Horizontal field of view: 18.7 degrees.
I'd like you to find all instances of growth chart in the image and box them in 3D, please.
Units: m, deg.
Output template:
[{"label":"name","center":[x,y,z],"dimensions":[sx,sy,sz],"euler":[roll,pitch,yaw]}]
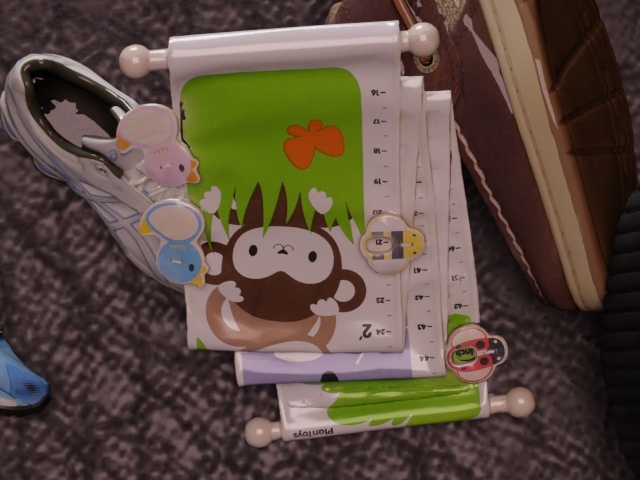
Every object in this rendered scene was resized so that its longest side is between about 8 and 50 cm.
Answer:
[{"label":"growth chart","center":[0.000,0.000,0.950],"dimensions":[0.172,0.021,0.237],"euler":[-12,115,5]}]

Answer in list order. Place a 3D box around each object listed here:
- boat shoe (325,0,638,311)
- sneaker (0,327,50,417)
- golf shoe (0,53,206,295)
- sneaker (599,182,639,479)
[{"label":"boat shoe","center":[0.060,-0.117,0.988],"dimensions":[0.123,0.123,0.342],"euler":[-20,95,27]},{"label":"sneaker","center":[-0.188,0.020,0.978],"dimensions":[0.073,0.063,0.162],"euler":[-42,86,-9]},{"label":"golf shoe","center":[-0.090,-0.030,0.975],"dimensions":[0.176,0.086,0.069],"euler":[36,82,2]},{"label":"sneaker","center":[0.239,0.104,0.943],"dimensions":[0.146,0.122,0.330],"euler":[-22,102,-32]}]
